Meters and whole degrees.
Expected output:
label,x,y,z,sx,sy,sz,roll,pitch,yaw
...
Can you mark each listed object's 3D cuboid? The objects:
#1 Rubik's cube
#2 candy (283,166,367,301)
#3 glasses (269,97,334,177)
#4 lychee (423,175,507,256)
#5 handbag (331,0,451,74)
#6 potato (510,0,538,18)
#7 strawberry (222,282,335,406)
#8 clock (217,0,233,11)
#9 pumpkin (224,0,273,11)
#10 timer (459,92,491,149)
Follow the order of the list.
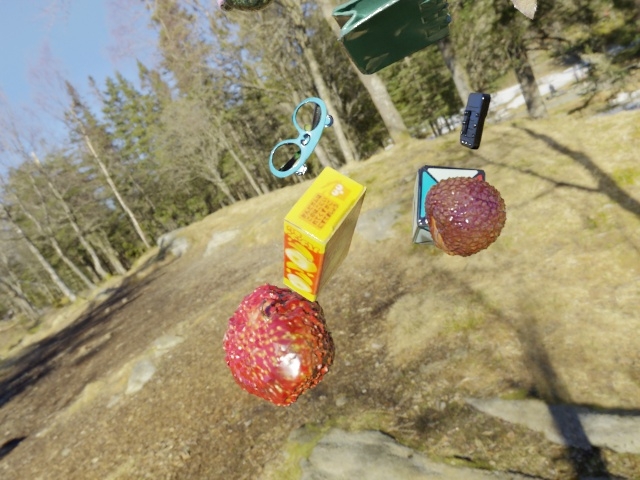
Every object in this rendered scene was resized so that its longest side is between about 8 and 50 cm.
label,x,y,z,sx,sy,sz,roll,pitch,yaw
Rubik's cube,0.481,-0.121,1.719,0.248,0.250,0.246,4,-16,9
candy,0.000,0.000,0.872,0.146,0.088,0.276,-55,-13,-24
glasses,-0.071,-0.281,1.280,0.239,0.102,0.207,-62,17,-3
lychee,0.334,-0.059,1.024,0.188,0.188,0.188,-26,12,6
handbag,0.183,-0.556,1.134,0.273,0.100,0.268,-22,-10,21
potato,0.466,-0.611,1.063,0.100,0.172,0.089,2,19,6
strawberry,-0.093,0.222,1.040,0.292,0.292,0.343,-31,-9,-19
clock,-0.256,-0.885,1.479,0.227,0.090,0.248,-19,-9,-3
pumpkin,-0.211,-0.766,1.291,0.211,0.212,0.152,-17,5,41
timer,0.546,-0.421,1.586,0.055,0.188,0.144,5,20,-5
